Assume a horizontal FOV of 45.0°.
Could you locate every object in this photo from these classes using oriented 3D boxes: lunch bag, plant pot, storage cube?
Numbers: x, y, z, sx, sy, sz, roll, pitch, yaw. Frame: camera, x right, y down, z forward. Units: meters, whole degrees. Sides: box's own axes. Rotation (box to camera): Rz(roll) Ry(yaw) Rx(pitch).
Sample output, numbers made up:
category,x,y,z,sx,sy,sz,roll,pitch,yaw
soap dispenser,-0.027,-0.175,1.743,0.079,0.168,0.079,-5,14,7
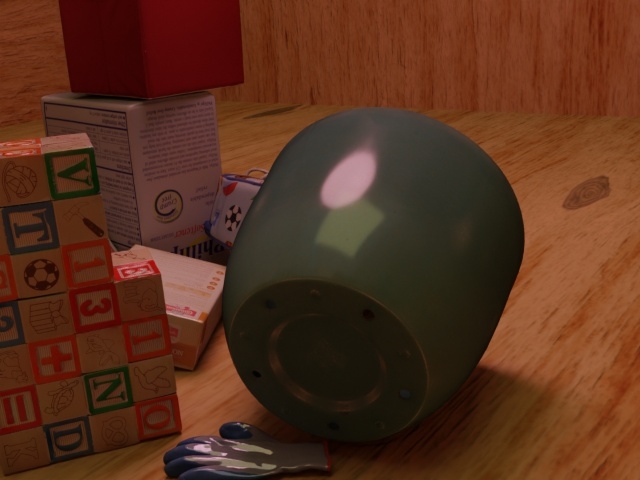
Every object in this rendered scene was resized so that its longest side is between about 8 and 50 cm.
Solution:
category,x,y,z,sx,sy,sz,roll,pitch,yaw
lunch bag,0.000,0.000,1.074,0.243,0.115,0.303,16,7,-42
plant pot,0.037,0.050,0.756,0.293,0.293,0.235,3,32,20
storage cube,-0.238,-0.312,1.104,0.184,0.193,0.215,11,21,37

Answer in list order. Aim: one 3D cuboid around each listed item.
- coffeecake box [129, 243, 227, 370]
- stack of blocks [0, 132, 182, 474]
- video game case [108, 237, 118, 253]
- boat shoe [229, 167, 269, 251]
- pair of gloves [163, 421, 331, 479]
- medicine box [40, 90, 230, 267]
category,x,y,z,sx,sy,sz,roll,pitch,yaw
coffeecake box,-0.201,0.079,0.977,0.142,0.068,0.185,14,18,1
stack of blocks,-0.241,0.054,0.738,0.171,0.297,0.087,-11,19,-18
video game case,-0.399,0.052,1.026,0.285,0.025,0.204,-20,63,-42
boat shoe,-0.058,-0.074,1.337,0.136,0.156,0.367,12,23,41
pair of gloves,-0.067,0.211,0.666,0.159,0.023,0.198,-3,18,1
medicine box,-0.283,-0.082,1.184,0.149,0.289,0.263,-20,24,-41
